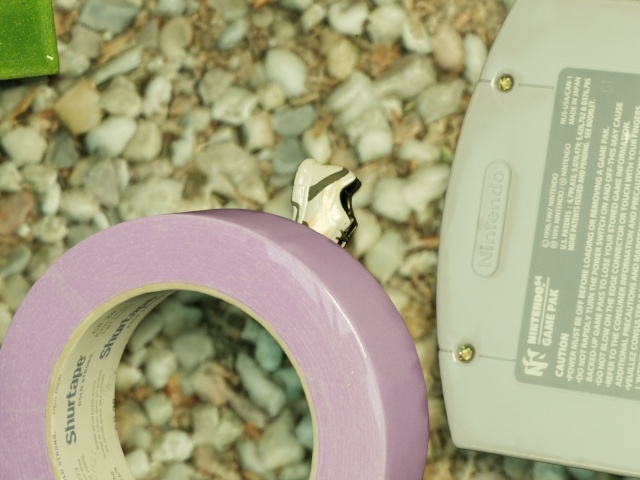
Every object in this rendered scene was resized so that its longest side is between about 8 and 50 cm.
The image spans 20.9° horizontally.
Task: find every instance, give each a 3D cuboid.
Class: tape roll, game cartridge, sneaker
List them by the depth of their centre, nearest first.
[{"bbox_3d":[0.176,-0.005,1.095,0.198,0.062,0.297,8,86,23],"label":"game cartridge"},{"bbox_3d":[-0.073,0.117,1.122,0.275,0.090,0.274,1,93,21],"label":"tape roll"},{"bbox_3d":[0.000,0.000,1.160,0.044,0.040,0.109,8,87,17],"label":"sneaker"}]

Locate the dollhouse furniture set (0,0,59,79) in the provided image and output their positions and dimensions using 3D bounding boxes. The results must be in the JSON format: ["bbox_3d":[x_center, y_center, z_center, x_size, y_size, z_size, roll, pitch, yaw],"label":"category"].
[{"bbox_3d":[-0.301,-0.055,1.256,0.198,0.151,0.301,2,102,39],"label":"dollhouse furniture set"}]
